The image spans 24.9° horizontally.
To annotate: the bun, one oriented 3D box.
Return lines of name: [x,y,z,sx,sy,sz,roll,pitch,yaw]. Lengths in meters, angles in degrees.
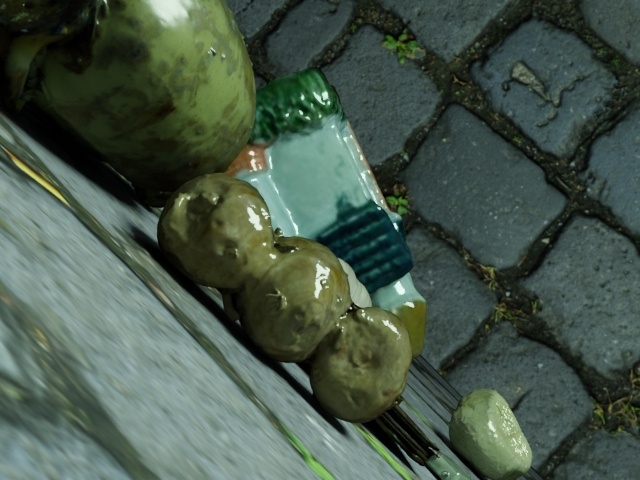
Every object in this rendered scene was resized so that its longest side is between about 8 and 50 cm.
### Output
bun: [0.184,0.223,1.619,0.115,0.069,0.115,49,20,-25]

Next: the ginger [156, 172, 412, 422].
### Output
ginger: [-0.020,0.037,0.949,0.204,0.080,0.104,42,-4,-5]

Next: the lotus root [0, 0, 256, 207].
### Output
lotus root: [-0.135,-0.120,1.005,0.173,0.173,0.309,45,-6,21]

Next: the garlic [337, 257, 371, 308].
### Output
garlic: [0.005,0.056,1.275,0.113,0.074,0.094,61,-15,-23]

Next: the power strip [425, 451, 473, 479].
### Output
power strip: [0.111,0.199,1.243,0.040,0.016,0.090,45,1,25]

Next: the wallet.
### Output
wallet: [-0.003,0.083,1.121,0.232,0.031,0.122,46,-3,-15]

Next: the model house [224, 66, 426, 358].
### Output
model house: [0.000,0.000,1.418,0.291,0.184,0.253,59,-1,16]
